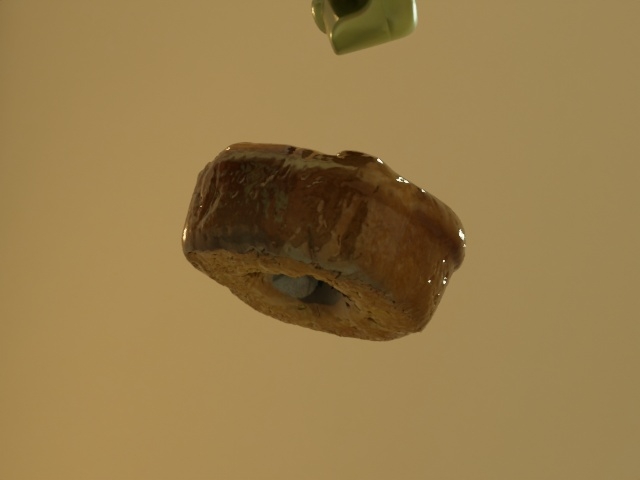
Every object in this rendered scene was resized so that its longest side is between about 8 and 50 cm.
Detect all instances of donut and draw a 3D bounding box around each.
[{"bbox_3d":[0.000,0.000,1.828,0.150,0.299,0.317,-67,-166,-18],"label":"donut"}]

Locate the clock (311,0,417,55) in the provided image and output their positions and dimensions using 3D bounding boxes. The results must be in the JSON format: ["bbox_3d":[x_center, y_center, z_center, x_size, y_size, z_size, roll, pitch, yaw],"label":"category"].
[{"bbox_3d":[0.007,-0.400,1.840,0.117,0.348,0.286,-17,-157,2],"label":"clock"}]
